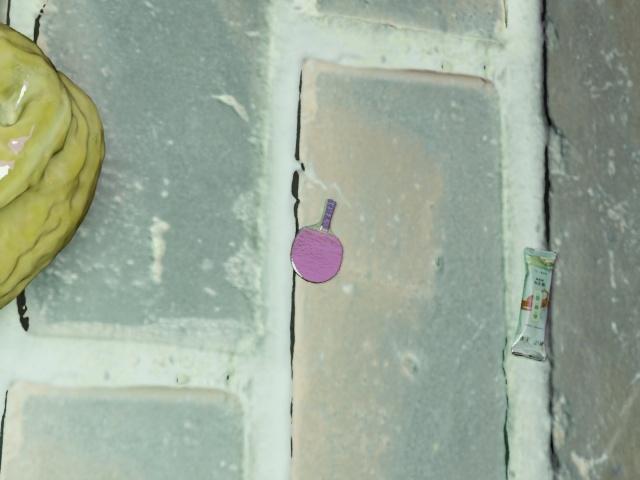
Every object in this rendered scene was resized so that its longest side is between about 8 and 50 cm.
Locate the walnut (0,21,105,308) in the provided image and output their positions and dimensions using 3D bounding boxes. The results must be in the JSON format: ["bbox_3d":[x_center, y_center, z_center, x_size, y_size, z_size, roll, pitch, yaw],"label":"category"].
[{"bbox_3d":[-0.301,-0.053,1.078,0.224,0.257,0.257,47,63,-33],"label":"walnut"}]

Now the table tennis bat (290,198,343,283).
[{"bbox_3d":[0.000,0.000,1.258,0.050,0.007,0.083,19,72,-9],"label":"table tennis bat"}]

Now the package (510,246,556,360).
[{"bbox_3d":[0.206,0.060,1.295,0.037,0.015,0.110,15,72,-17],"label":"package"}]
